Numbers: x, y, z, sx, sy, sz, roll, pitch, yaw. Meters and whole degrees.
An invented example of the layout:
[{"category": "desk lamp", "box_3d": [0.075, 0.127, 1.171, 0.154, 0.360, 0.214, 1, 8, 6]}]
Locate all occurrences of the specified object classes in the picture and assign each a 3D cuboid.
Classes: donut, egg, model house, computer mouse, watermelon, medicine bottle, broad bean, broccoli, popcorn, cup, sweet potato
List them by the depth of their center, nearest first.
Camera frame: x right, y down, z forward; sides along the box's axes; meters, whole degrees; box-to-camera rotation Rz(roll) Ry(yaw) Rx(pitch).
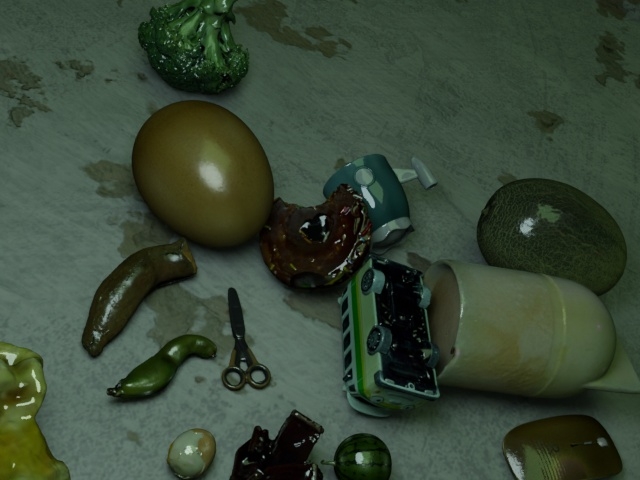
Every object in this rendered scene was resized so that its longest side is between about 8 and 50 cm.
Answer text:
[{"category": "popcorn", "box_3d": [-0.507, 0.310, 1.023, 0.292, 0.294, 0.334, 5, 71, -66]}, {"category": "model house", "box_3d": [-0.065, 0.357, 1.174, 0.141, 0.164, 0.203, 13, 45, -15]}, {"category": "egg", "box_3d": [-0.202, 0.335, 1.206, 0.071, 0.071, 0.083, 31, 44, 8]}, {"category": "watermelon", "box_3d": [0.066, 0.368, 1.253, 0.109, 0.109, 0.109, 10, 48, -11]}, {"category": "broad bean", "box_3d": [-0.271, 0.218, 1.297, 0.214, 0.048, 0.070, -27, 62, -39]}, {"category": "sweet potato", "box_3d": [-0.329, 0.088, 1.364, 0.112, 0.085, 0.286, 34, 48, 5]}, {"category": "computer mouse", "box_3d": [0.452, 0.389, 1.403, 0.245, 0.056, 0.126, -1, 52, -22]}, {"category": "medicine bottle", "box_3d": [0.397, 0.178, 1.441, 0.406, 0.235, 0.235, 10, 48, -14]}, {"category": "egg", "box_3d": [-0.223, -0.128, 1.474, 0.250, 0.250, 0.322, -23, 58, -34]}, {"category": "donut", "box_3d": [-0.001, 0.000, 1.499, 0.230, 0.096, 0.216, -21, 65, 8]}, {"category": "cup", "box_3d": [0.113, -0.068, 1.613, 0.300, 0.167, 0.173, -27, 72, -6]}, {"category": "broccoli", "box_3d": [-0.275, -0.468, 1.756, 0.270, 0.270, 0.270, 28, 24, -14]}]

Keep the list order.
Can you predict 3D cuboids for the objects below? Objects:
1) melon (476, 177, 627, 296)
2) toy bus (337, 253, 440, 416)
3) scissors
[{"category": "melon", "box_3d": [0.494, 0.000, 1.628, 0.329, 0.248, 0.248, 25, 47, -7]}, {"category": "toy bus", "box_3d": [0.116, 0.182, 1.388, 0.134, 0.164, 0.276, 20, 46, -22]}, {"category": "scissors", "box_3d": [-0.149, 0.176, 1.399, 0.088, 0.017, 0.220, -2, 51, -17]}]
